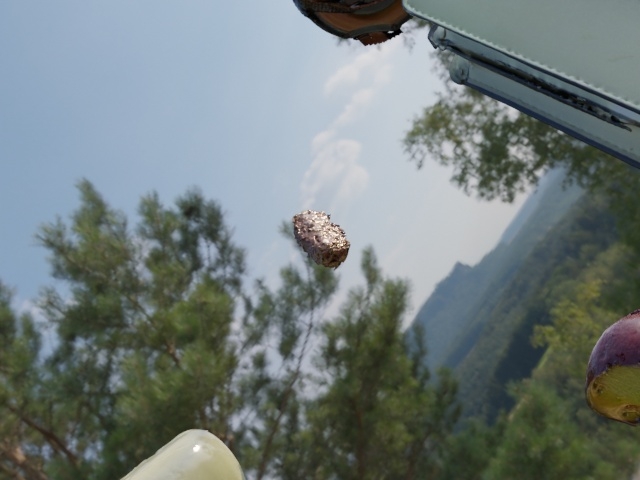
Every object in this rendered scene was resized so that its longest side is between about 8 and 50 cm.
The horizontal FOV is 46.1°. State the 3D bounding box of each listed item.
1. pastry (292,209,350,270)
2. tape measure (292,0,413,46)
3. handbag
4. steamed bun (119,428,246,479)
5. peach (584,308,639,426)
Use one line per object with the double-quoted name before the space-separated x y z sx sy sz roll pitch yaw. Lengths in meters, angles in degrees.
"pastry" -0.003 0.000 1.450 0.087 0.169 0.063 -7 -61 -19
"tape measure" 0.060 -0.368 0.976 0.223 0.135 0.202 -28 -46 10
"handbag" 0.273 -0.191 0.582 0.236 0.358 0.160 -54 -34 0
"steamed bun" -0.273 0.502 1.277 0.312 0.233 0.334 -36 -5 -39
"peach" 0.541 0.201 1.253 0.154 0.159 0.267 -55 1 -31
